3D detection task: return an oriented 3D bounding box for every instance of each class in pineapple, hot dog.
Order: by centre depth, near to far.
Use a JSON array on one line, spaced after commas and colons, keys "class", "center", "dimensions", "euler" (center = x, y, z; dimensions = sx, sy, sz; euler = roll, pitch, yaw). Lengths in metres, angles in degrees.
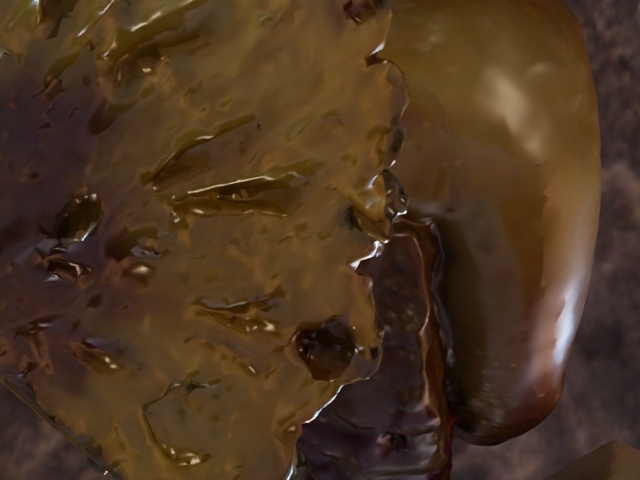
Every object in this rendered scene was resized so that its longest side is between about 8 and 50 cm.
[{"class": "pineapple", "center": [-0.039, -0.042, 0.341], "dimensions": [0.079, 0.135, 0.233], "euler": [26, -23, 40]}, {"class": "hot dog", "center": [0.002, -0.001, 0.762], "dimensions": [0.185, 0.405, 0.223], "euler": [1, -82, -1]}]

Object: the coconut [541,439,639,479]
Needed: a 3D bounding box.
[{"class": "coconut", "center": [0.143, 0.209, 0.821], "dimensions": [0.241, 0.241, 0.241], "euler": [7, -46, 7]}]
